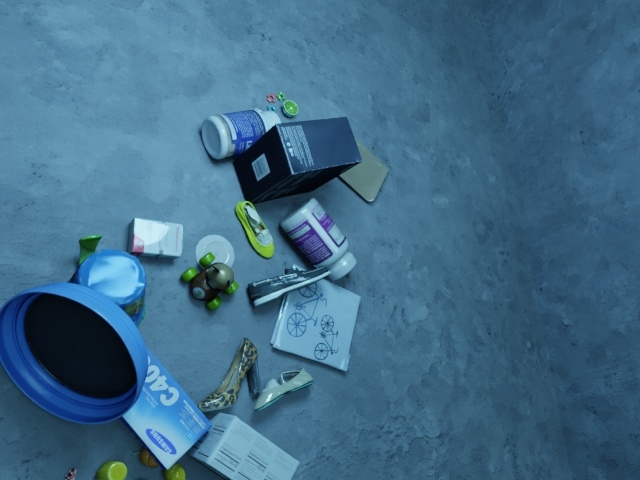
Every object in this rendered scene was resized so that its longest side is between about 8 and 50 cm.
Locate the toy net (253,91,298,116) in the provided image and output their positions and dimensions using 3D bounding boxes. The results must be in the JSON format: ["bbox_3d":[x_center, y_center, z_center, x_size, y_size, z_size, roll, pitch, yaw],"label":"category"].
[{"bbox_3d":[-0.199,-0.524,1.877,0.232,0.045,0.122,-31,96,-36],"label":"toy net"}]

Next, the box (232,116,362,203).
[{"bbox_3d":[-0.089,-0.284,1.702,0.313,0.343,0.178,-16,86,-37],"label":"box"}]

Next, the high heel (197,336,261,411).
[{"bbox_3d":[-0.299,0.424,1.503,0.261,0.093,0.186,-8,88,-53],"label":"high heel"}]

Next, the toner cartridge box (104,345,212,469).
[{"bbox_3d":[-0.486,0.456,1.342,0.347,0.075,0.165,49,56,1],"label":"toner cartridge box"}]

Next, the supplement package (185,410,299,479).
[{"bbox_3d":[-0.238,0.651,1.421,0.262,0.204,0.145,44,58,-17],"label":"supplement package"}]

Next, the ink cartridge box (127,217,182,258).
[{"bbox_3d":[-0.521,-0.004,1.495,0.151,0.063,0.109,9,72,-34],"label":"ink cartridge box"}]

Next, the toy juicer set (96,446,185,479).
[{"bbox_3d":[-0.466,0.734,1.320,0.209,0.090,0.328,-19,80,-50],"label":"toy juicer set"}]

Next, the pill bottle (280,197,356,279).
[{"bbox_3d":[0.000,0.000,1.794,0.301,0.169,0.169,52,55,-12],"label":"pill bottle"}]

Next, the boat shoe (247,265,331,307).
[{"bbox_3d":[-0.109,0.140,1.680,0.303,0.114,0.091,-20,79,-22],"label":"boat shoe"}]

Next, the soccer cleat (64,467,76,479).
[{"bbox_3d":[-0.658,0.643,1.242,0.036,0.029,0.083,32,64,-34],"label":"soccer cleat"}]

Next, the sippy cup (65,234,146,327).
[{"bbox_3d":[-0.579,0.142,1.281,0.306,0.224,0.240,37,48,-8],"label":"sippy cup"}]

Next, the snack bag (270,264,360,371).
[{"bbox_3d":[-0.002,0.295,1.791,0.343,0.037,0.322,26,64,-26],"label":"snack bag"}]

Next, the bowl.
[{"bbox_3d":[-0.612,0.280,1.176,0.391,0.391,0.077,53,23,-12],"label":"bowl"}]

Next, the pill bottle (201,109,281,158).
[{"bbox_3d":[-0.280,-0.393,1.716,0.265,0.153,0.153,-22,90,-36],"label":"pill bottle"}]

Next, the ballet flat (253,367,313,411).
[{"bbox_3d":[-0.136,0.502,1.619,0.249,0.086,0.086,-13,85,-41],"label":"ballet flat"}]

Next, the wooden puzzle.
[{"bbox_3d":[0.174,-0.313,2.085,0.239,0.044,0.220,37,59,-16],"label":"wooden puzzle"}]

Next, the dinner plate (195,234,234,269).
[{"bbox_3d":[-0.359,0.047,1.624,0.141,0.017,0.141,9,73,-32],"label":"dinner plate"}]

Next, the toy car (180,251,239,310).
[{"bbox_3d":[-0.333,0.127,1.503,0.149,0.188,0.155,-43,103,-24],"label":"toy car"}]

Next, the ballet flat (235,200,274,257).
[{"bbox_3d":[-0.228,-0.042,1.701,0.077,0.077,0.230,-35,98,-37],"label":"ballet flat"}]
